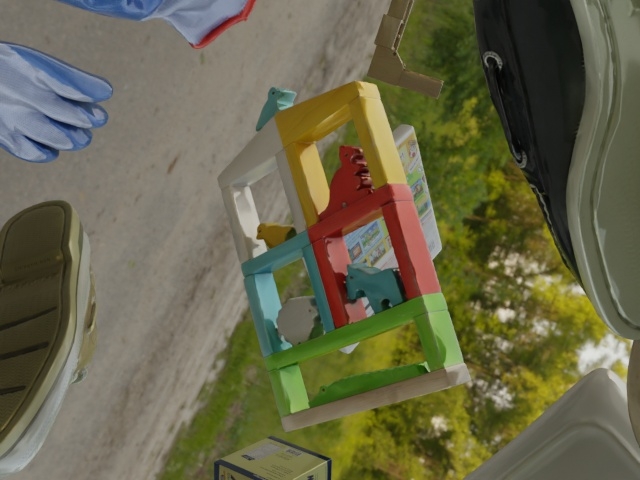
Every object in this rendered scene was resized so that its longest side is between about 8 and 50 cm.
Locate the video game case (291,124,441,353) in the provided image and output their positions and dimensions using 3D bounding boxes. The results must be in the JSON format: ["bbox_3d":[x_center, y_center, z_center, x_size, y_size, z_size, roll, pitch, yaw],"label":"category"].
[{"bbox_3d":[0.069,-0.003,0.923,0.227,0.026,0.206,-44,132,-30],"label":"video game case"}]

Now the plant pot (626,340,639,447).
[{"bbox_3d":[0.366,0.112,0.405,0.334,0.334,0.305,-69,-159,3],"label":"plant pot"}]

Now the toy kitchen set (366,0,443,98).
[{"bbox_3d":[0.095,-0.192,0.719,0.068,0.075,0.083,-51,159,-75],"label":"toy kitchen set"}]

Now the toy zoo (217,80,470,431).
[{"bbox_3d":[0.000,0.000,0.615,0.030,0.293,0.192,-3,162,-46],"label":"toy zoo"}]

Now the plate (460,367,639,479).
[{"bbox_3d":[0.251,0.302,0.679,0.278,0.277,0.045,-44,141,11],"label":"plate"}]

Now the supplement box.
[{"bbox_3d":[-0.046,0.239,0.700,0.083,0.083,0.056,-9,103,-51],"label":"supplement box"}]

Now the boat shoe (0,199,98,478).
[{"bbox_3d":[-0.252,0.090,0.655,0.302,0.113,0.103,-96,172,-50],"label":"boat shoe"}]

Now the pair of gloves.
[{"bbox_3d":[-0.118,-0.092,0.331,0.198,0.023,0.159,-36,165,13],"label":"pair of gloves"}]

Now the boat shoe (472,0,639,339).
[{"bbox_3d":[0.148,-0.100,0.408,0.127,0.113,0.340,-31,119,-10],"label":"boat shoe"}]
